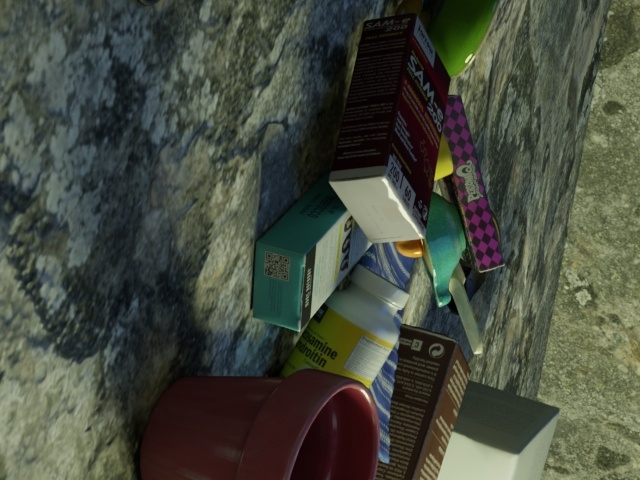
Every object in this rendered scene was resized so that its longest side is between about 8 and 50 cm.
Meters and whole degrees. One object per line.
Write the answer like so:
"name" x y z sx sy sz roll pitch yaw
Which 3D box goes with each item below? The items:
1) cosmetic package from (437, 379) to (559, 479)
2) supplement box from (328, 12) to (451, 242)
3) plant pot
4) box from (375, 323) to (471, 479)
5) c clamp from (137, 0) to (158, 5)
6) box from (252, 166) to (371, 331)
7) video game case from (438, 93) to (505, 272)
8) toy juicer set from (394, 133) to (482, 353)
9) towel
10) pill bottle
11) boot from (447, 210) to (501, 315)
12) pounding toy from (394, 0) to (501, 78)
"cosmetic package" 0.272 0.377 2.402 0.453 0.230 0.162 -5 110 -70
"supplement box" 0.085 -0.131 1.551 0.130 0.073 0.239 53 40 -47
"plant pot" -0.065 0.213 1.290 0.201 0.180 0.201 -31 126 -54
"box" 0.100 0.331 1.997 0.191 0.143 0.381 58 48 -67
"c clamp" -0.122 -0.254 1.024 0.137 0.022 0.161 75 35 -58
"box" 0.000 0.000 1.540 0.244 0.060 0.101 -47 147 -56
"video game case" 0.187 -0.083 1.807 0.210 0.041 0.232 -106 180 -84
"toy juicer set" 0.135 -0.025 1.785 0.209 0.089 0.329 -107 -179 -59
"towel" 0.083 0.110 1.802 0.243 0.040 0.336 66 29 -62
"pill bottle" 0.030 0.125 1.599 0.184 0.103 0.103 -60 162 2
"boot" 0.263 0.036 2.337 0.219 0.082 0.106 86 23 -50
"pounding toy" 0.138 -0.297 1.696 0.237 0.110 0.183 133 -28 -61
